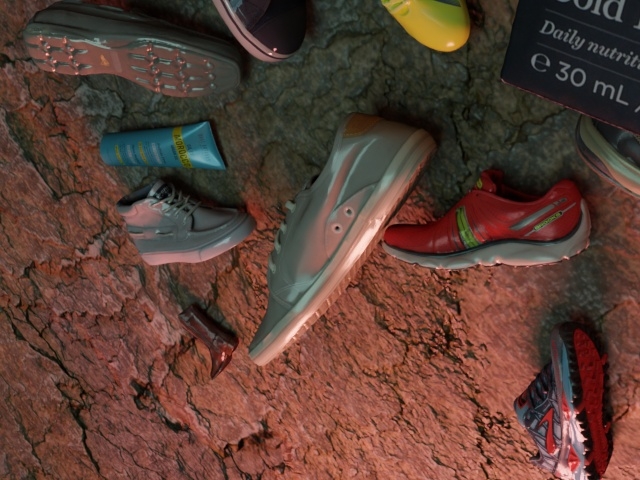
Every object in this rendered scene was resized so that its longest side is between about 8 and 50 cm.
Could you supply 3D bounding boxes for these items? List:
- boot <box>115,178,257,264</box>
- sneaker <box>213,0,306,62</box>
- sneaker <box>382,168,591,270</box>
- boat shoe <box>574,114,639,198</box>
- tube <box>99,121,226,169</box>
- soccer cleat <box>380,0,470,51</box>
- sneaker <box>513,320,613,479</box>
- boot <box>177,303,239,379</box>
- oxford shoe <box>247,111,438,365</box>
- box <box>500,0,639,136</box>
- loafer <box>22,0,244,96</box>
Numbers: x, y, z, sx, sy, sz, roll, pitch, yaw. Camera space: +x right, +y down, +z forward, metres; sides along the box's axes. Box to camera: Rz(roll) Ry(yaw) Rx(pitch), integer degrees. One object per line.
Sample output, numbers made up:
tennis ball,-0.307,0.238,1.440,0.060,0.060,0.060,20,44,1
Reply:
boot,-0.219,-0.037,1.497,0.258,0.095,0.123,-11,119,41
sneaker,-0.076,-0.372,1.151,0.127,0.126,0.321,-5,114,44
sneaker,0.204,-0.029,1.220,0.279,0.107,0.118,-5,97,34
boat shoe,0.434,-0.062,0.989,0.355,0.132,0.130,33,133,12
tube,-0.242,-0.142,1.484,0.207,0.052,0.080,1,129,28
soccer cleat,0.057,-0.323,1.090,0.093,0.121,0.289,-32,98,44
sneaker,0.309,0.220,1.288,0.125,0.104,0.262,8,123,34
boot,-0.204,0.174,1.670,0.114,0.037,0.106,34,120,8
oxford shoe,0.000,0.000,1.322,0.130,0.169,0.449,36,126,6
box,0.431,-0.272,0.630,0.480,0.297,0.472,27,130,26
loafer,-0.255,-0.279,1.356,0.319,0.111,0.112,13,144,8
